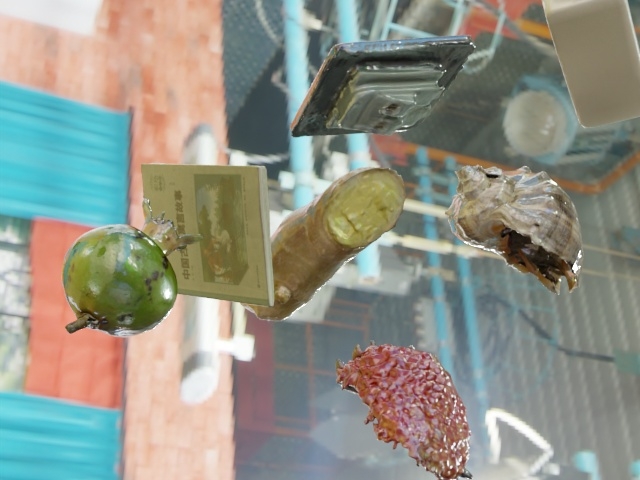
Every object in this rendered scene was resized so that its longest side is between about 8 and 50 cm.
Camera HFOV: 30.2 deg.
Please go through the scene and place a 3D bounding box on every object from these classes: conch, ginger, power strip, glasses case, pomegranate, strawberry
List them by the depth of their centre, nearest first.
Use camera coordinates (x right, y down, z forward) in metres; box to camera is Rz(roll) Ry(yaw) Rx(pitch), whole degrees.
[{"bbox_3d":[0.085,-0.180,1.535,0.198,0.213,0.065,121,-43,-55],"label":"power strip"},{"bbox_3d":[-0.257,0.038,1.583,0.156,0.156,0.220,-63,-179,32],"label":"pomegranate"},{"bbox_3d":[0.161,0.253,1.765,0.138,0.233,0.306,-52,-156,1],"label":"strawberry"},{"bbox_3d":[0.000,0.000,1.928,0.354,0.126,0.190,-38,-162,29],"label":"ginger"},{"bbox_3d":[0.341,-0.038,1.953,0.210,0.291,0.159,-6,-124,57],"label":"conch"},{"bbox_3d":[0.467,-0.318,1.988,0.131,0.313,0.070,-13,-128,18],"label":"glasses case"}]

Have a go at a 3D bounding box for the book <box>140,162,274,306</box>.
[{"bbox_3d":[-0.173,-0.014,1.800,0.282,0.025,0.215,2,-81,46],"label":"book"}]
